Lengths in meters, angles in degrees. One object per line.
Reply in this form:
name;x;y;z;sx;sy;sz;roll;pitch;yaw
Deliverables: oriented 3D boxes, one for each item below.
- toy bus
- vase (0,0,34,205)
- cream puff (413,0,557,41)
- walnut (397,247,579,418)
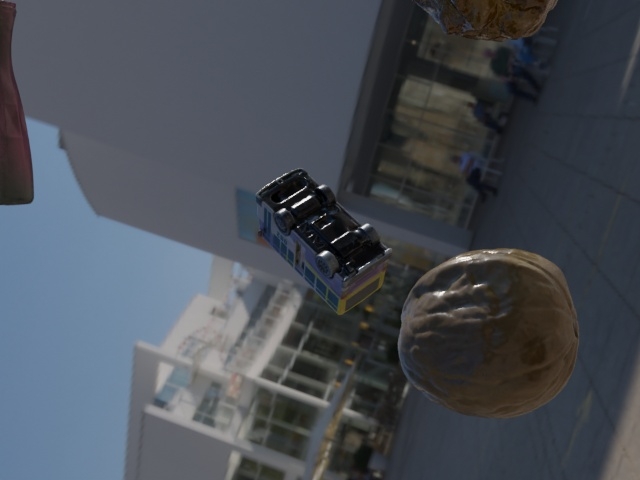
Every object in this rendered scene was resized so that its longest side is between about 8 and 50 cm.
toy bus;0.000;0.000;0.639;0.052;0.102;0.058;-33;-29;-26
vase;-0.349;-0.145;0.918;0.086;0.086;0.214;-24;-65;-80
cream puff;0.099;-0.175;0.496;0.094;0.122;0.116;86;171;-56
walnut;0.203;0.112;1.069;0.228;0.228;0.228;18;-90;-82
